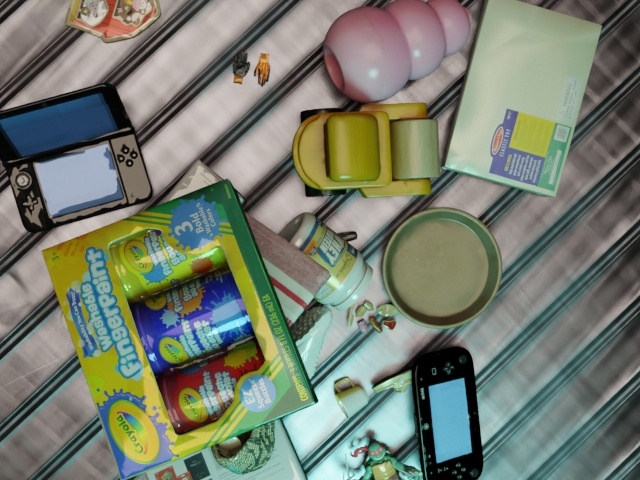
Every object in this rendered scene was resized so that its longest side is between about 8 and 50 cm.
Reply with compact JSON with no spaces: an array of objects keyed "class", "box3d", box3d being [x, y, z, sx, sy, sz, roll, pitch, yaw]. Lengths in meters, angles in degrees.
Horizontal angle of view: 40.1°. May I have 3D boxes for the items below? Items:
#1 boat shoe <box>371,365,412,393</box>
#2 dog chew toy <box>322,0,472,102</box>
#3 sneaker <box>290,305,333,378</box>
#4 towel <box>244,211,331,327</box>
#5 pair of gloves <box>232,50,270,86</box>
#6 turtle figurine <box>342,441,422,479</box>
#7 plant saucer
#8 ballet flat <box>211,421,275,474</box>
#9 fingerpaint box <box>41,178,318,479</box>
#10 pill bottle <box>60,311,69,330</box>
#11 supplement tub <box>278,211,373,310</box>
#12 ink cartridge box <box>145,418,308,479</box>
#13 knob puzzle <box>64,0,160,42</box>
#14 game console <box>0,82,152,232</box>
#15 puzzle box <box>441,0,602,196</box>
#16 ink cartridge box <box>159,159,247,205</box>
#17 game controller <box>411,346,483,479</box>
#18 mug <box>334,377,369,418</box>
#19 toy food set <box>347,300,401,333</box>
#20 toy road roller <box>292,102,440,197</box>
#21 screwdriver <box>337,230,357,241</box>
[{"class":"boat shoe","box3d":[0.184,0.323,1.999,0.135,0.050,0.045,-22,89,-4]},{"class":"dog chew toy","box3d":[0.176,-0.430,1.898,0.332,0.206,0.206,-24,94,-11]},{"class":"sneaker","box3d":[-0.040,0.253,1.968,0.095,0.090,0.235,37,93,-18]},{"class":"towel","box3d":[-0.168,0.125,1.761,0.237,0.037,0.329,36,75,10]},{"class":"pair of gloves","box3d":[-0.154,-0.384,1.959,0.083,0.010,0.074,6,93,-3]},{"class":"turtle figurine","box3d":[0.149,0.537,1.972,0.175,0.118,0.234,-18,111,14]},{"class":"plant saucer","box3d":[0.275,0.062,2.001,0.278,0.041,0.277,0,93,-5]},{"class":"ballet flat","box3d":[-0.159,0.237,1.827,0.164,0.182,0.482,-2,73,15]},{"class":"fingerpaint box","box3d":[-0.256,0.162,1.628,0.371,0.163,0.444,-21,81,-1]},{"class":"pill bottle","box3d":[-0.523,0.164,1.894,0.067,0.120,0.067,0,92,-5]},{"class":"supplement tub","box3d":[0.001,0.048,1.916,0.200,0.144,0.144,38,89,-16]},{"class":"ink cartridge box","box3d":[-0.206,0.500,1.917,0.309,0.130,0.271,-24,75,-4]},{"class":"knob puzzle","box3d":[-0.445,-0.527,1.917,0.213,0.030,0.213,0,92,-5]},{"class":"game console","box3d":[-0.533,-0.168,1.854,0.293,0.173,0.250,-16,93,-4]},{"class":"puzzle box","box3d":[0.453,-0.326,1.994,0.272,0.052,0.408,15,91,-6]},{"class":"ink cartridge box","box3d":[-0.301,-0.011,1.855,0.131,0.226,0.306,39,90,-4]},{"class":"game controller","box3d":[0.287,0.404,1.985,0.166,0.067,0.319,-9,93,-37]},{"class":"mug","box3d":[0.071,0.354,1.987,0.064,0.062,0.078,-28,101,-11]},{"class":"toy food set","box3d":[0.122,0.178,2.004,0.122,0.019,0.078,11,92,-13]},{"class":"toy road roller","box3d":[0.104,-0.192,1.874,0.330,0.240,0.202,-3,93,-5]},{"class":"screwdriver","box3d":[0.000,0.000,1.987,0.170,0.024,0.025,-6,63,2]}]
